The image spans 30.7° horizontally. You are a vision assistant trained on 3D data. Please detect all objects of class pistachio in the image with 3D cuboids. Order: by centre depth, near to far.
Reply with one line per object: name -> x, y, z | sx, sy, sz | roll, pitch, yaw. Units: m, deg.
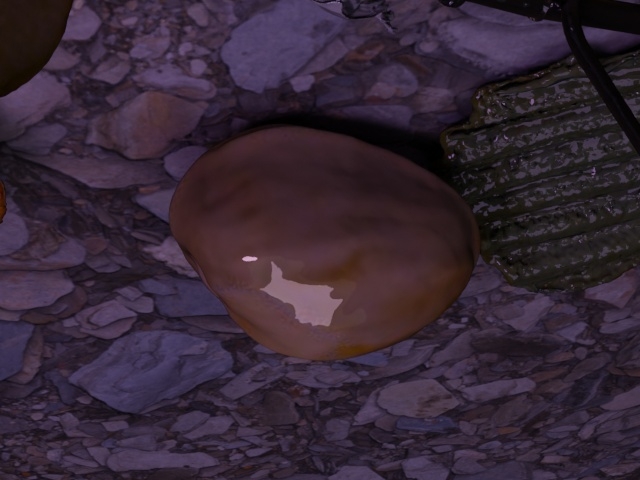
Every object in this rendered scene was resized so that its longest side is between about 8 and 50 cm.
pistachio -> 0.000, 0.000, 1.153 | 0.309, 0.230, 0.230 | 2, 147, -19

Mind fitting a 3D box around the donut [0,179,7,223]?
donut -> -0.375, -0.083, 1.063 | 0.141, 0.085, 0.217 | -29, 142, 30

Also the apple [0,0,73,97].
apple -> -0.299, -0.201, 0.577 | 0.329, 0.295, 0.365 | -17, 112, 9

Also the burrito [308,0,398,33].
burrito -> -0.054, -0.281, 0.799 | 0.139, 0.101, 0.445 | -35, 136, 20

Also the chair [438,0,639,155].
chair -> 0.400, -0.158, 0.816 | 0.410, 0.362, 0.364 | 2, 140, -38

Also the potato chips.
potato chips -> 0.332, -0.083, 1.202 | 0.429, 0.070, 0.358 | -14, 143, 9
